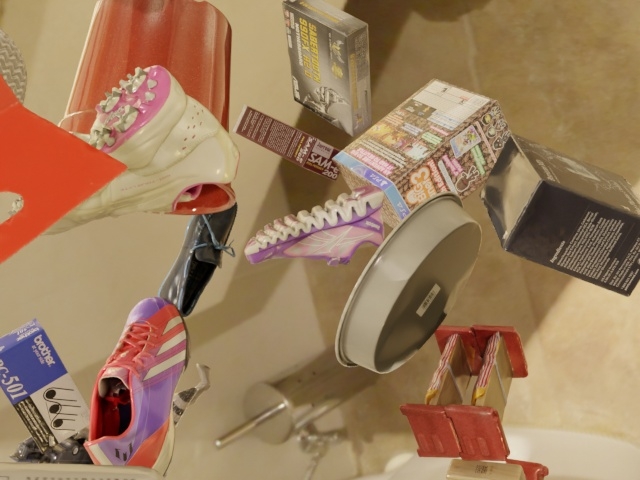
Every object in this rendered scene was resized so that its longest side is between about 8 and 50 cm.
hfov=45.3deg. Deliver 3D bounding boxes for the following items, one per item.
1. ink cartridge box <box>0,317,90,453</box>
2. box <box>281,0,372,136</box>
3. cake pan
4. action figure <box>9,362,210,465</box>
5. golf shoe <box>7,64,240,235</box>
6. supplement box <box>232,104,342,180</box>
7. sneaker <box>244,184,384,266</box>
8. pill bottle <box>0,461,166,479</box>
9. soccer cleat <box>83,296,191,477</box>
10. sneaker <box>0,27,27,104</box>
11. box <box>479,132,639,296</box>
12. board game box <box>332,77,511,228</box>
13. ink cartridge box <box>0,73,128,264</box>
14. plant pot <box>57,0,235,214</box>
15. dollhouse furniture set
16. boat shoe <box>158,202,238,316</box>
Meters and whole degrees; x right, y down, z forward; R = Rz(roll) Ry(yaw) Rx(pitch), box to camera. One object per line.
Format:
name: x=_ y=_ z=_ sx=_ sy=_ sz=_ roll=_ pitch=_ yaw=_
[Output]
ink cartridge box: x=-0.449 y=0.234 z=1.227 sx=0.046 sy=0.097 sz=0.207 roll=31 pitch=145 yaw=50
box: x=0.015 y=-0.336 z=1.475 sx=0.183 sy=0.056 sz=0.231 roll=38 pitch=151 yaw=33
cake pan: x=0.134 y=0.070 z=1.088 sx=0.054 sy=0.293 sz=0.293 roll=34 pitch=119 yaw=26
action figure: x=-0.367 y=0.376 z=1.400 sx=0.178 sy=0.341 sz=0.330 roll=27 pitch=97 yaw=33
golf shoe: x=-0.209 y=-0.058 z=0.787 sx=0.306 sy=0.140 sz=0.115 roll=-21 pitch=50 yaw=41
supplement box: x=-0.069 y=-0.220 z=1.726 sx=0.239 sy=0.130 sz=0.073 roll=30 pitch=98 yaw=37
sneaker: x=0.000 y=0.000 z=1.201 sx=0.236 sy=0.095 sz=0.105 roll=-20 pitch=107 yaw=-2
pill bottle: x=-0.220 y=0.280 z=0.675 sx=0.160 sy=0.283 sz=0.161 roll=-34 pitch=52 yaw=57
soccer cleat: x=-0.254 y=0.182 z=1.060 sx=0.108 sy=0.318 sz=0.116 roll=-18 pitch=132 yaw=13
sneaker: x=-0.329 y=-0.053 z=0.524 sx=0.153 sy=0.101 sz=0.269 roll=28 pitch=77 yaw=31
box: x=0.281 y=-0.033 z=0.873 sx=0.158 sy=0.156 sz=0.093 roll=19 pitch=115 yaw=-9
board game box: x=0.213 y=-0.173 z=1.578 sx=0.141 sy=0.291 sz=0.232 roll=55 pitch=173 yaw=-32
ink cartridge box: x=-0.242 y=-0.062 z=0.366 sx=0.232 sy=0.189 sz=0.066 roll=25 pitch=135 yaw=16
plant pot: x=-0.242 y=-0.200 z=1.104 sx=0.272 sy=0.272 sz=0.265 roll=-5 pitch=74 yaw=37
dollhouse furniture set: x=0.278 y=0.347 z=1.302 sx=0.152 sy=0.201 sz=0.374 roll=-4 pitch=122 yaw=29
boat shoe: x=-0.219 y=0.034 z=1.499 sx=0.089 sy=0.109 sz=0.258 roll=26 pitch=95 yaw=46
